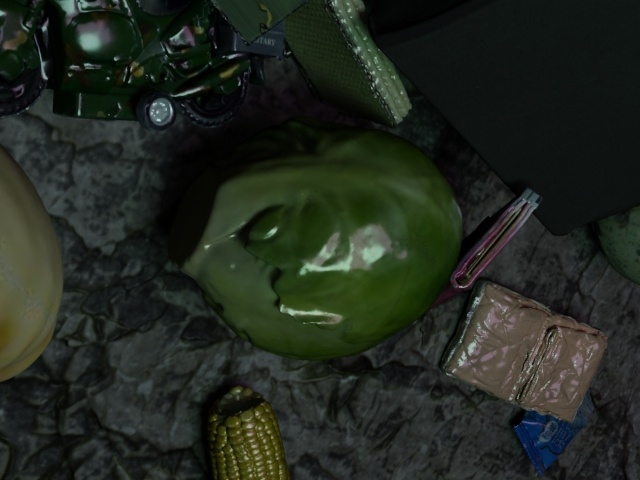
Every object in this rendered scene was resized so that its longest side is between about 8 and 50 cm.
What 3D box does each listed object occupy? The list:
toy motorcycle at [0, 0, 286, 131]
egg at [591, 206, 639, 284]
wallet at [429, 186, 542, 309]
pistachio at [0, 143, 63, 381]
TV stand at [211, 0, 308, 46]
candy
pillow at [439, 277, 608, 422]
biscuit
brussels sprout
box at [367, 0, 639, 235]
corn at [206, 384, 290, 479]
[{"bbox_3d":[-0.145,-0.177,0.808,0.275,0.125,0.187,0,101,-44],"label":"toy motorcycle"},{"bbox_3d":[0.395,-0.017,1.282,0.141,0.141,0.181,-46,134,-16],"label":"egg"},{"bbox_3d":[0.138,0.023,1.064,0.025,0.232,0.119,41,75,2],"label":"wallet"},{"bbox_3d":[-0.304,-0.010,0.684,0.321,0.229,0.238,38,43,-35],"label":"pistachio"},{"bbox_3d":[-0.093,-0.275,0.753,0.269,0.083,0.088,51,32,-16],"label":"TV stand"},{"bbox_3d":[0.298,0.219,1.365,0.136,0.038,0.088,-44,115,-26],"label":"candy"},{"bbox_3d":[0.246,0.135,1.274,0.232,0.043,0.126,24,94,-34],"label":"pillow"},{"bbox_3d":[-0.002,-0.187,0.915,0.040,0.121,0.199,-45,128,-17],"label":"biscuit"},{"bbox_3d":[0.000,0.000,0.928,0.244,0.244,0.244,-15,115,-34],"label":"brussels sprout"},{"bbox_3d":[0.232,-0.198,0.958,0.345,0.251,0.204,39,38,-44],"label":"box"},{"bbox_3d":[-0.064,0.251,1.060,0.080,0.080,0.238,-22,121,-31],"label":"corn"}]
